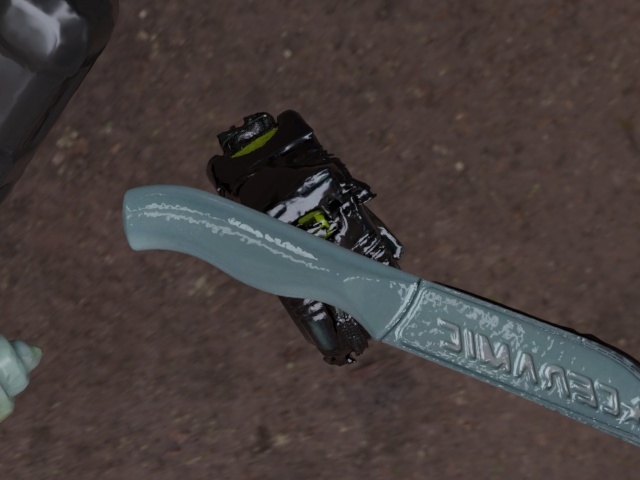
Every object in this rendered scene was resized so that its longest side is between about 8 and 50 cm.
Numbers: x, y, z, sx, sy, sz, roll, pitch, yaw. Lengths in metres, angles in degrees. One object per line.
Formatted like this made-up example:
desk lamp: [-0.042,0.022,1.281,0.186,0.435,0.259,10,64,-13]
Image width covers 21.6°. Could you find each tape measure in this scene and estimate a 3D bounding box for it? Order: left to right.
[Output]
tape measure: [0.000,0.000,1.364,0.112,0.199,0.186,-29,117,-1]

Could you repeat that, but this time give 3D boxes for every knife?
knife: [0.023,0.021,0.533,0.210,0.015,0.028,20,82,24]

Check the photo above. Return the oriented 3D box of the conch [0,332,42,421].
conch: [-0.331,0.143,0.876,0.368,0.197,0.249,-15,97,12]

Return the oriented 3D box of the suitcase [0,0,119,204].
suitcase: [-0.236,-0.091,0.607,0.285,0.206,0.066,35,21,-6]
